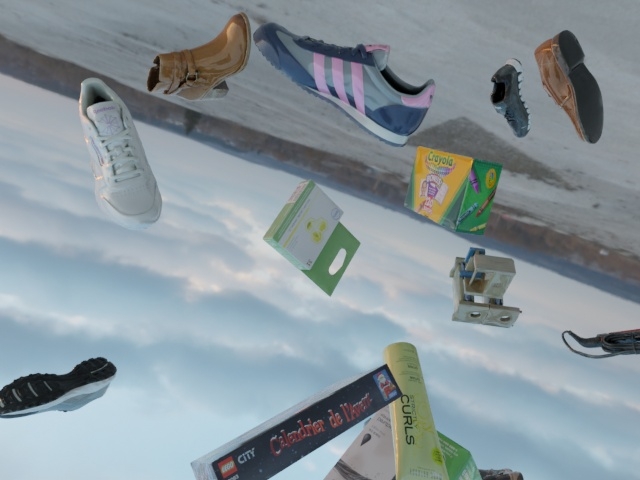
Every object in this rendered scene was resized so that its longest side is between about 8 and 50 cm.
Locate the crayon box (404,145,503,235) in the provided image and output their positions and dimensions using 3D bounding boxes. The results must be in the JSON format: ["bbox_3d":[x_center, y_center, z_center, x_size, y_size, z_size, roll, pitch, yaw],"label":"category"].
[{"bbox_3d":[0.311,-0.129,1.187,0.081,0.166,0.278,7,-166,-17],"label":"crayon box"}]

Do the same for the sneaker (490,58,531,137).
[{"bbox_3d":[0.545,-0.397,1.422,0.078,0.106,0.234,35,153,57],"label":"sneaker"}]

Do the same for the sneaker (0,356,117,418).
[{"bbox_3d":[-0.610,0.363,1.135,0.100,0.108,0.271,35,-158,30],"label":"sneaker"}]

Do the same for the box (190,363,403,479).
[{"bbox_3d":[-0.032,0.232,0.596,0.233,0.044,0.159,-21,167,-29],"label":"box"}]

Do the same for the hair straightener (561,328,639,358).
[{"bbox_3d":[0.428,0.119,0.621,0.230,0.047,0.089,-12,175,38],"label":"hair straightener"}]

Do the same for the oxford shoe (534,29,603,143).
[{"bbox_3d":[0.465,-0.277,0.914,0.076,0.212,0.076,-29,-171,-25],"label":"oxford shoe"}]

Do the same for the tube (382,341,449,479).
[{"bbox_3d":[0.142,0.269,0.751,0.070,0.062,0.240,-14,-140,11],"label":"tube"}]

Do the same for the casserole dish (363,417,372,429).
[{"bbox_3d":[0.182,0.683,1.631,0.036,0.114,0.188,-15,-153,-6],"label":"casserole dish"}]

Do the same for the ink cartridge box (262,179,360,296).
[{"bbox_3d":[0.000,0.000,1.133,0.235,0.171,0.056,42,157,-25],"label":"ink cartridge box"}]

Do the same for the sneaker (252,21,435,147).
[{"bbox_3d":[0.046,-0.294,0.818,0.318,0.131,0.112,30,-144,-11],"label":"sneaker"}]

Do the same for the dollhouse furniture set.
[{"bbox_3d":[0.354,0.073,1.007,0.128,0.184,0.129,7,-131,3],"label":"dollhouse furniture set"}]

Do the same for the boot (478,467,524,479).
[{"bbox_3d":[0.476,0.797,1.553,0.283,0.138,0.377,-2,154,8],"label":"boot"}]

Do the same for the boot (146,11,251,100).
[{"bbox_3d":[-0.219,-0.328,0.878,0.152,0.197,0.073,-8,-122,-40],"label":"boot"}]

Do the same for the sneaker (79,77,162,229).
[{"bbox_3d":[-0.385,-0.160,0.902,0.114,0.305,0.152,-21,162,-18],"label":"sneaker"}]

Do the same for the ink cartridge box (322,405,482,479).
[{"bbox_3d":[0.132,0.489,0.928,0.211,0.289,0.122,21,147,45],"label":"ink cartridge box"}]
